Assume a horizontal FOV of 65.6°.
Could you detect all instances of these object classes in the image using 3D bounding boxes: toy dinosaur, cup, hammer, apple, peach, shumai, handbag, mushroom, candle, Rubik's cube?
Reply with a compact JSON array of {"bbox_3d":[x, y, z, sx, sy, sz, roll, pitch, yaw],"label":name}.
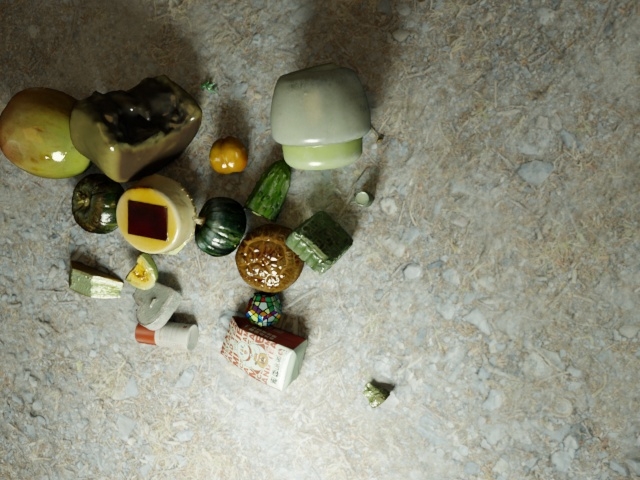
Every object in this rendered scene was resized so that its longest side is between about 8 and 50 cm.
[{"bbox_3d":[-0.414,-0.564,1.843,0.062,0.021,0.083,-18,83,20],"label":"toy dinosaur"},{"bbox_3d":[0.139,-0.144,1.695,0.075,0.083,0.054,16,96,14],"label":"cup"},{"bbox_3d":[0.173,-0.389,1.719,0.029,0.014,0.122,-35,81,2],"label":"hammer"},{"bbox_3d":[-0.981,-0.389,1.825,0.305,0.338,0.338,13,94,-3],"label":"apple"},{"bbox_3d":[-0.330,-0.305,1.775,0.138,0.138,0.138,0,91,13],"label":"peach"},{"bbox_3d":[0.187,0.522,1.706,0.083,0.082,0.080,-35,82,-10],"label":"shumai"},{"bbox_3d":[-0.215,0.391,1.755,0.298,0.151,0.170,17,100,16],"label":"handbag"},{"bbox_3d":[-0.177,0.064,1.742,0.254,0.153,0.252,1,99,6],"label":"mushroom"},{"bbox_3d":[-0.604,0.228,1.846,0.169,0.068,0.192,-21,58,1],"label":"candle"},{"bbox_3d":[-0.200,0.243,1.758,0.133,0.133,0.111,6,97,13],"label":"Rubik's cube"}]

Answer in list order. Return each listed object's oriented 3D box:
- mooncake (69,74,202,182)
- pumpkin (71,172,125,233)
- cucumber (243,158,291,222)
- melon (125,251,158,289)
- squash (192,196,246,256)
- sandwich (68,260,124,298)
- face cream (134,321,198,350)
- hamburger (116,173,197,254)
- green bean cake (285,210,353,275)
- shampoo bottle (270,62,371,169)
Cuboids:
[{"bbox_3d":[-0.637,-0.397,1.706,0.246,0.394,0.393,42,99,10],"label":"mooncake"},{"bbox_3d":[-0.832,-0.135,1.855,0.238,0.159,0.237,-5,83,39],"label":"pumpkin"},{"bbox_3d":[-0.167,-0.190,1.751,0.134,0.134,0.244,26,87,11],"label":"cucumber"},{"bbox_3d":[-0.644,0.115,1.839,0.128,0.079,0.160,47,122,5],"label":"melon"},{"bbox_3d":[-0.356,-0.049,1.750,0.218,0.172,0.218,-13,66,32],"label":"squash"},{"bbox_3d":[-0.901,0.157,1.935,0.258,0.096,0.094,17,100,14],"label":"sandwich"},{"bbox_3d":[-0.576,0.351,1.861,0.214,0.096,0.095,5,92,13],"label":"face cream"},{"bbox_3d":[-0.589,-0.092,1.798,0.302,0.170,0.301,4,108,14],"label":"hamburger"},{"bbox_3d":[0.000,0.000,1.677,0.181,0.173,0.094,46,142,6],"label":"green bean cake"},{"bbox_3d":[0.000,-0.400,1.593,0.323,0.322,0.317,2,114,13],"label":"shampoo bottle"}]
